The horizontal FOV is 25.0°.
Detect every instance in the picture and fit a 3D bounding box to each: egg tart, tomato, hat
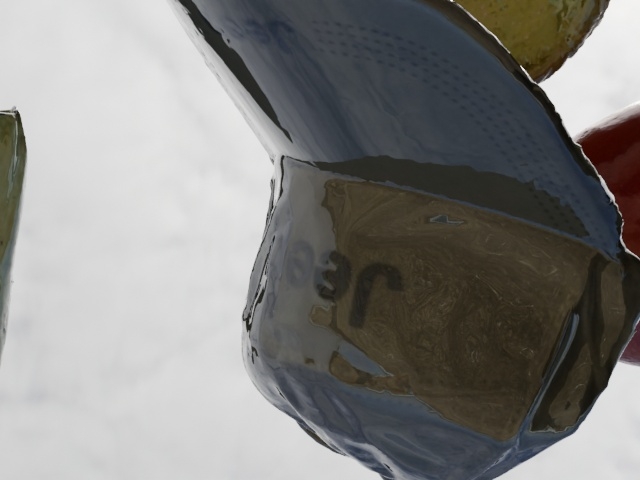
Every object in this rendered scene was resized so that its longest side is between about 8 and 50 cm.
[{"bbox_3d":[0.141,-0.272,1.425,0.294,0.294,0.123,8,-141,-6],"label":"egg tart"},{"bbox_3d":[0.318,-0.009,1.352,0.260,0.180,0.259,1,-98,-7],"label":"tomato"},{"bbox_3d":[0.000,0.000,0.596,0.245,0.214,0.149,35,-105,-41],"label":"hat"}]

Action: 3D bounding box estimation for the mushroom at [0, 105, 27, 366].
[{"bbox_3d":[-0.291,0.046,1.129,0.100,0.081,0.312,5,-81,-42],"label":"mushroom"}]
